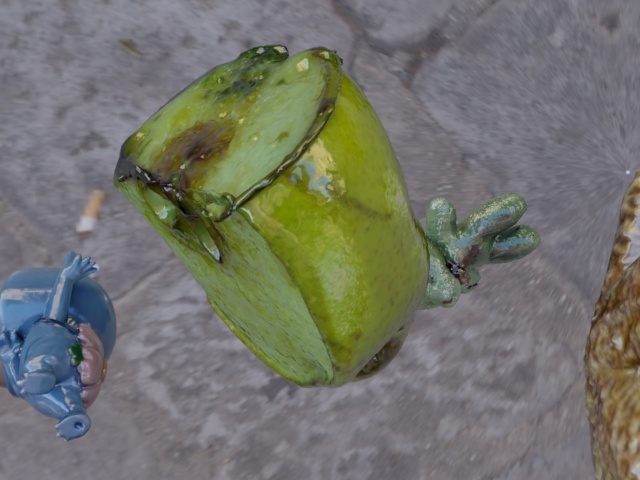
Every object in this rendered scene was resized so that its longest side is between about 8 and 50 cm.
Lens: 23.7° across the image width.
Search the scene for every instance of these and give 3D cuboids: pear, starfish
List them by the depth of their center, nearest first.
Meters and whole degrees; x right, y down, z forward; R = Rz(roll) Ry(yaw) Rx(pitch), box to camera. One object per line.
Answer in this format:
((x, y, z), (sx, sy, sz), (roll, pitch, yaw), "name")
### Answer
((0.182, 0.063, 0.776), (0.094, 0.327, 0.375), (5, 92, 11), "starfish")
((0.000, 0.000, 1.128), (0.164, 0.238, 0.255), (-43, 115, -17), "pear")

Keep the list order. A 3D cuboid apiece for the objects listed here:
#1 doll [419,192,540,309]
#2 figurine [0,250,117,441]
((0.124, 0.013, 1.370), (0.150, 0.115, 0.077), (-28, 43, -2), "doll")
((-0.224, 0.086, 1.159), (0.144, 0.178, 0.114), (-18, 116, -5), "figurine")
